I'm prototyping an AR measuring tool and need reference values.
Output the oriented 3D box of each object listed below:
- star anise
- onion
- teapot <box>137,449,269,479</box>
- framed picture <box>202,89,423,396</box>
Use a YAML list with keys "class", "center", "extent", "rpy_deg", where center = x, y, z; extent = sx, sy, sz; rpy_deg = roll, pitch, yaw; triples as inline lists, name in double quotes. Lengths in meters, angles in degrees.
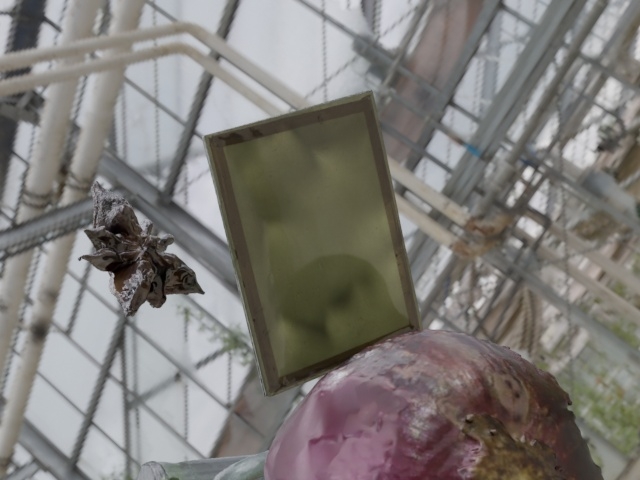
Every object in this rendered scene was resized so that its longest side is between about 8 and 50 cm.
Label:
- class: "star anise"
  center: [-0.169, 0.004, 0.854]
  extent: [0.056, 0.129, 0.124]
  rpy_deg: [-37, -11, 27]
- class: "onion"
  center: [0.029, 0.144, 0.447]
  extent: [0.135, 0.173, 0.198]
  rpy_deg: [-1, -34, -34]
- class: "teapot"
  center: [-0.089, 0.362, 1.305]
  extent: [0.337, 0.200, 0.270]
  rpy_deg: [-1, -39, -24]
- class: "framed picture"
  center: [0.000, 0.000, 0.838]
  extent: [0.173, 0.010, 0.231]
  rpy_deg: [-18, -77, -29]
